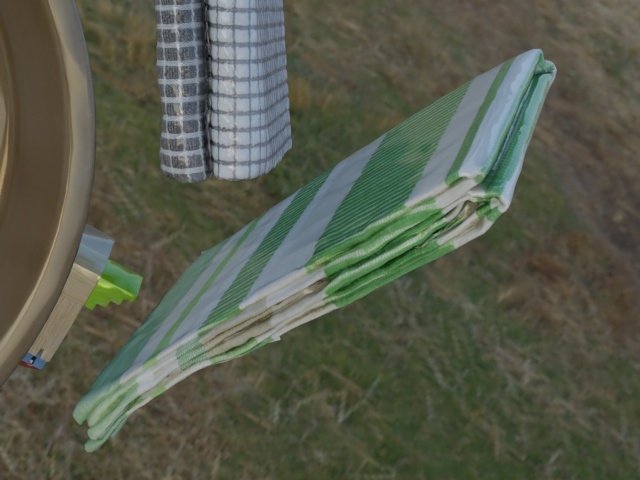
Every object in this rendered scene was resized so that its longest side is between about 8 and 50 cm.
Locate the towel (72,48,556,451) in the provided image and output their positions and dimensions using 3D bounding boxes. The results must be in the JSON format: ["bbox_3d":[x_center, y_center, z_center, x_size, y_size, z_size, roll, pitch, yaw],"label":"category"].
[{"bbox_3d":[0.000,0.000,0.824,0.038,0.325,0.248,51,29,-11],"label":"towel"}]

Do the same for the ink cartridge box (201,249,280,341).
[{"bbox_3d":[-0.085,0.060,1.390,0.063,0.115,0.029,-14,25,-2],"label":"ink cartridge box"}]

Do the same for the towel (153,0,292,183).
[{"bbox_3d":[-0.109,-0.195,1.391,0.121,0.235,0.284,-2,12,5],"label":"towel"}]

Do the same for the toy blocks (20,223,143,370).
[{"bbox_3d":[-0.441,0.050,1.558,0.381,0.261,0.191,28,25,-12],"label":"toy blocks"}]

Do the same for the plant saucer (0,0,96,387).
[{"bbox_3d":[-0.211,-0.035,0.402,0.278,0.278,0.041,14,12,-22],"label":"plant saucer"}]
